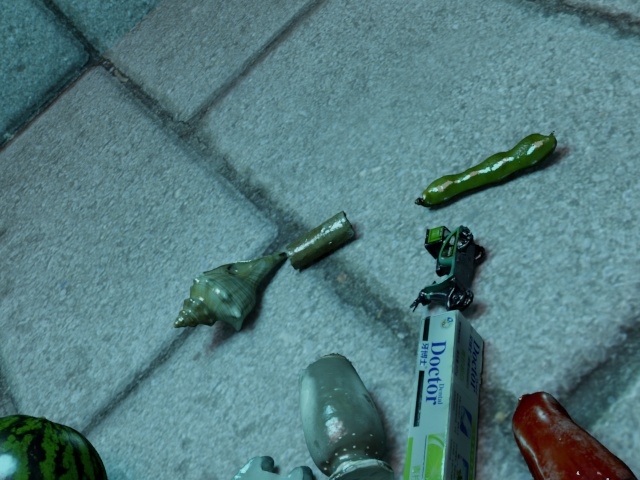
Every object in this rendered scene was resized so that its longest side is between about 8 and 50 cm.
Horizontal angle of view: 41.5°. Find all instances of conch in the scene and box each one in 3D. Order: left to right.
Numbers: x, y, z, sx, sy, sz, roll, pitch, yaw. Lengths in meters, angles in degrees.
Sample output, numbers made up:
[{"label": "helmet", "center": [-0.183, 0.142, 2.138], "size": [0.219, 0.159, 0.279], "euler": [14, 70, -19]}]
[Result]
[{"label": "conch", "center": [-0.173, 0.101, 1.531], "size": [0.137, 0.115, 0.234], "euler": [6, 22, 30]}]

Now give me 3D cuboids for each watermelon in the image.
[{"label": "watermelon", "center": [-0.480, 0.415, 1.331], "size": [0.285, 0.285, 0.285], "euler": [-22, 42, 21]}]

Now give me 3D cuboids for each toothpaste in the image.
[{"label": "toothpaste", "center": [0.165, 0.255, 1.123], "size": [0.067, 0.081, 0.337], "euler": [-17, 44, 31]}]

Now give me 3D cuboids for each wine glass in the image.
[{"label": "wine glass", "center": [0.031, 0.266, 1.193], "size": [0.111, 0.111, 0.204], "euler": [-32, 41, 10]}]

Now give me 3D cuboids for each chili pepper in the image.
[{"label": "chili pepper", "center": [0.282, 0.256, 0.984], "size": [0.253, 0.144, 0.136], "euler": [-118, 43, -56]}]

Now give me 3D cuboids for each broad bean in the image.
[{"label": "broad bean", "center": [0.276, -0.115, 1.411], "size": [0.256, 0.052, 0.052], "euler": [-23, 80, 20]}]

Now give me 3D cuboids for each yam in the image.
[{"label": "yam", "center": [0.000, 0.000, 1.521], "size": [0.132, 0.054, 0.054], "euler": [-32, 40, 11]}]

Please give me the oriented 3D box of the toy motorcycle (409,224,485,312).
[{"label": "toy motorcycle", "center": [0.200, 0.048, 1.313], "size": [0.100, 0.058, 0.173], "euler": [-18, 42, 36]}]

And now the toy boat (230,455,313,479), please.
[{"label": "toy boat", "center": [-0.090, 0.406, 1.204], "size": [0.134, 0.079, 0.208], "euler": [5, 46, 32]}]
